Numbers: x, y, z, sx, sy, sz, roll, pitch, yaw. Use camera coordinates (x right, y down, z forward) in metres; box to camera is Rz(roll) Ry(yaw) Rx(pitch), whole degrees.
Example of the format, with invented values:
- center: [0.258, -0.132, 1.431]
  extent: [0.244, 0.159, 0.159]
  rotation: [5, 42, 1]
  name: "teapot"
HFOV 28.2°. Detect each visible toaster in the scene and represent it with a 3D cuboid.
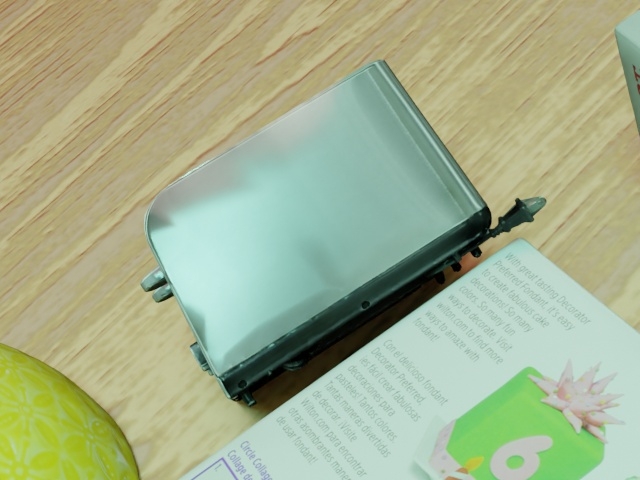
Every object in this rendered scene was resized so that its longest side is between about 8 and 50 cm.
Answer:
- center: [0.000, 0.000, 0.678]
  extent: [0.185, 0.168, 0.110]
  rotation: [-32, 86, -6]
  name: "toaster"

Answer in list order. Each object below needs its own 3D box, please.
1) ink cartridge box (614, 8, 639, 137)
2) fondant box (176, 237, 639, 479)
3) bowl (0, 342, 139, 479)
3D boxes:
- center: [0.236, -0.021, 0.595]
  extent: [0.087, 0.153, 0.208]
  rotation: [-28, 39, -2]
  name: "ink cartridge box"
- center: [0.036, 0.172, 0.543]
  extent: [0.330, 0.096, 0.238]
  rotation: [-35, 41, -8]
  name: "fondant box"
- center: [-0.260, 0.145, 0.684]
  extent: [0.289, 0.156, 0.289]
  rotation: [-15, 42, 14]
  name: "bowl"
